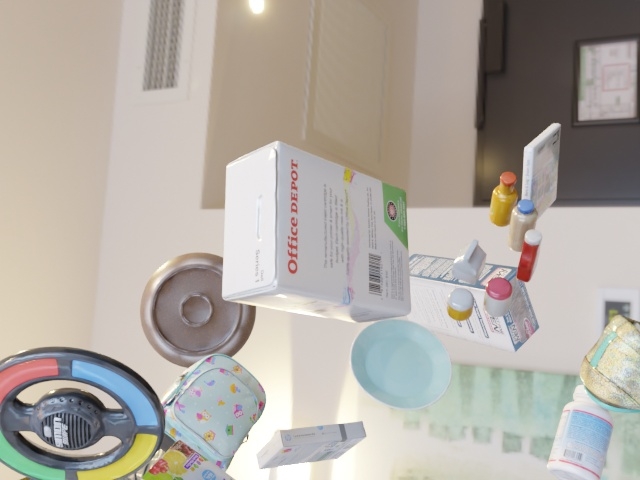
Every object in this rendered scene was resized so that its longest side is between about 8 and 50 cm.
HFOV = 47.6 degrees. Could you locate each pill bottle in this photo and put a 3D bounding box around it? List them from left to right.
[{"bbox_3d":[0.457,0.338,1.260,0.160,0.087,0.087,-64,-36,-23],"label":"pill bottle"}]

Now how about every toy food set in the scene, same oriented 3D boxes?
[{"bbox_3d":[0.270,0.014,1.100,0.232,0.111,0.104,-54,-26,-29],"label":"toy food set"}]

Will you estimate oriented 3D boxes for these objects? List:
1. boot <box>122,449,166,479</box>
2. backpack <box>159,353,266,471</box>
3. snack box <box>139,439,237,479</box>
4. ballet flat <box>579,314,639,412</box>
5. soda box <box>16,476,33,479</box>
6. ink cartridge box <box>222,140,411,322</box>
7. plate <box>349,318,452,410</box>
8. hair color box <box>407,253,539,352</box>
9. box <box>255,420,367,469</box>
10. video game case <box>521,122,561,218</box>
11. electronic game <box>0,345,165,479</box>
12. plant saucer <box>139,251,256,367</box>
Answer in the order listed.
[{"bbox_3d":[-0.416,0.537,1.586,0.246,0.161,0.083,-68,-41,-57],"label":"boot"},{"bbox_3d":[-0.186,0.290,1.247,0.166,0.144,0.188,40,-135,-5],"label":"backpack"},{"bbox_3d":[-0.150,0.323,0.908,0.037,0.141,0.100,-60,-8,21],"label":"snack box"},{"bbox_3d":[0.457,0.130,0.827,0.348,0.123,0.123,3,-92,-21],"label":"ballet flat"},{"bbox_3d":[-0.575,0.483,1.362,0.181,0.061,0.058,45,-157,-79],"label":"soda box"},{"bbox_3d":[0.000,0.000,1.049,0.278,0.117,0.201,15,-112,-43],"label":"ink cartridge box"},{"bbox_3d":[0.144,0.225,1.314,0.024,0.188,0.188,100,-168,-50],"label":"plate"},{"bbox_3d":[0.342,0.143,1.768,0.105,0.347,0.174,-36,-65,-27],"label":"hair color box"},{"bbox_3d":[-0.020,0.417,1.476,0.186,0.145,0.038,0,-123,-28],"label":"box"},{"bbox_3d":[0.379,-0.112,1.247,0.157,0.019,0.143,-35,-51,-49],"label":"video game case"},{"bbox_3d":[-0.305,0.220,0.884,0.048,0.229,0.229,-94,-12,-57],"label":"electronic game"},{"bbox_3d":[-0.326,0.183,1.920,0.050,0.311,0.310,113,162,-83],"label":"plant saucer"}]
